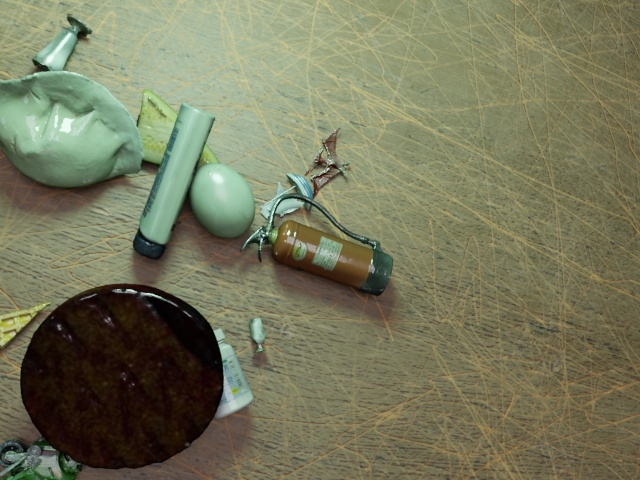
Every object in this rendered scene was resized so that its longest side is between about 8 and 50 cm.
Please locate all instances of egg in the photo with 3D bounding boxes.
[{"bbox_3d":[-0.238,-0.096,1.378,0.149,0.149,0.193,-30,109,-18],"label":"egg"}]

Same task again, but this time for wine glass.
[{"bbox_3d":[-0.156,0.233,1.395,0.038,0.042,0.083,3,70,-53],"label":"wine glass"},{"bbox_3d":[-0.638,-0.479,1.408,0.072,0.072,0.156,30,73,-7],"label":"wine glass"}]

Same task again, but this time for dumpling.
[{"bbox_3d":[-0.602,-0.263,1.310,0.320,0.211,0.270,-15,119,-29],"label":"dumpling"}]

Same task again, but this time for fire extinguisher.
[{"bbox_3d":[-0.004,0.008,1.455,0.375,0.113,0.200,18,47,-11],"label":"fire extinguisher"}]

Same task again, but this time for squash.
[{"bbox_3d":[-0.327,-0.261,1.421,0.251,0.093,0.170,15,114,-10],"label":"squash"}]

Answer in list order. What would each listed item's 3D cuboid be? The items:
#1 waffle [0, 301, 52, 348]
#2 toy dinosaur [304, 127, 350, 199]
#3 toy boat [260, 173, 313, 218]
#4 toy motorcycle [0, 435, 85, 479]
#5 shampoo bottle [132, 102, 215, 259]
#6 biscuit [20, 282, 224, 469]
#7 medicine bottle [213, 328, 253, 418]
[{"bbox_3d":[-0.686,0.218,1.263,0.190,0.032,0.125,-11,80,-15],"label":"waffle"},{"bbox_3d":[0.023,-0.207,1.537,0.108,0.032,0.220,21,76,-12],"label":"toy dinosaur"},{"bbox_3d":[-0.079,-0.105,1.487,0.105,0.034,0.149,36,72,-3],"label":"toy boat"},{"bbox_3d":[-0.593,0.482,1.216,0.190,0.074,0.106,8,85,-13],"label":"toy motorcycle"},{"bbox_3d":[-0.350,-0.139,1.333,0.078,0.134,0.360,17,101,-30],"label":"shampoo bottle"},{"bbox_3d":[-0.407,0.285,1.202,0.406,0.091,0.408,-2,100,-11],"label":"biscuit"},{"bbox_3d":[-0.236,0.307,1.322,0.102,0.103,0.187,-22,85,-18],"label":"medicine bottle"}]
